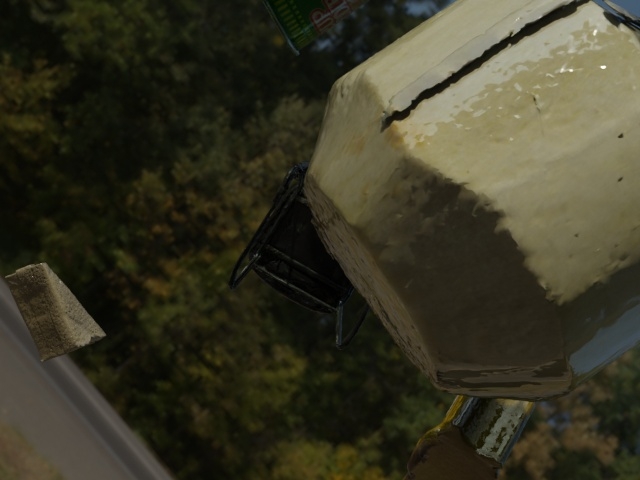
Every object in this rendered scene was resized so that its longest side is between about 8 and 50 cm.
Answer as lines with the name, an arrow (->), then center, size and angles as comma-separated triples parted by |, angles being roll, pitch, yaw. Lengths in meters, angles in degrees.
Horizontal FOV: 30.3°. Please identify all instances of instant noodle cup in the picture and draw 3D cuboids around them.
instant noodle cup -> 0.014, -0.418, 1.740 | 0.207, 0.232, 0.207 | 60, 7, -11

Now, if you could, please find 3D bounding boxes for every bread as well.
bread -> -0.405, 0.103, 1.813 | 0.105, 0.077, 0.152 | -37, 107, -74

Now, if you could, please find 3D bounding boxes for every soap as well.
soap -> 0.275, 0.315, 2.073 | 0.143, 0.281, 0.259 | 34, -38, 4

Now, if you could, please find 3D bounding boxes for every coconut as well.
coconut -> 0.158, -0.040, 0.901 | 0.323, 0.323, 0.323 | 48, -10, 11

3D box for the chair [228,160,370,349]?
chair -> 0.000, 0.000, 1.278 | 0.140, 0.145, 0.221 | 30, 10, -4
